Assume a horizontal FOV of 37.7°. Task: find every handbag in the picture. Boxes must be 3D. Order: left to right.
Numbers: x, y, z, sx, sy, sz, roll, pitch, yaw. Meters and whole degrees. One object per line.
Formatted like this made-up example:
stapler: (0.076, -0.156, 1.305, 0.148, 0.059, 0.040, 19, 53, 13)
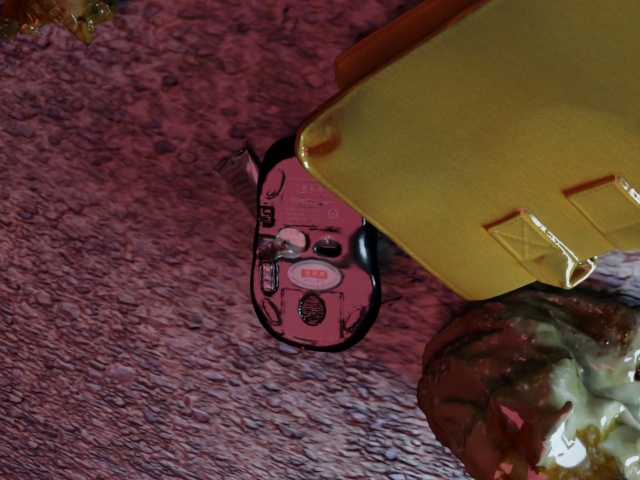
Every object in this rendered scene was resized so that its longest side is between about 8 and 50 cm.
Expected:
handbag: (0.199, -0.099, 0.756, 0.401, 0.133, 0.283, -26, 115, 43)

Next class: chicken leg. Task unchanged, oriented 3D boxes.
chicken leg: (-0.271, -0.244, 0.950, 0.101, 0.085, 0.207, 44, 146, -25)

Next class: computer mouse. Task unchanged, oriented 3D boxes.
computer mouse: (0.000, 0.000, 0.969, 0.137, 0.096, 0.233, 6, 109, 5)

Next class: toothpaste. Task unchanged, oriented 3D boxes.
toothpaste: (-0.039, -0.011, 1.038, 0.056, 0.036, 0.205, -27, 105, 40)

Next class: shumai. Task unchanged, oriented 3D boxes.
shumai: (0.209, 0.214, 0.919, 0.314, 0.262, 0.267, 4, 128, 30)
